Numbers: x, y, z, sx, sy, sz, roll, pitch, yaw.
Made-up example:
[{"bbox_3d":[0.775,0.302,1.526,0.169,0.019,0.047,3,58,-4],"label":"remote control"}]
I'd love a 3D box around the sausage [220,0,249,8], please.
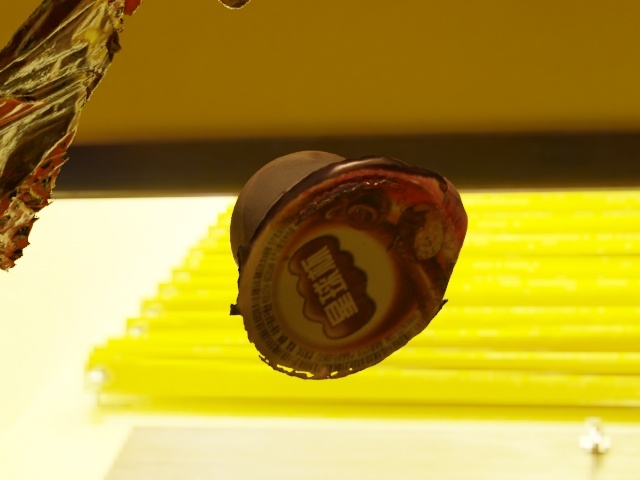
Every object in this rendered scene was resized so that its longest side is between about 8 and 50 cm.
[{"bbox_3d":[-0.020,-0.197,0.941,0.030,0.147,0.035,37,-146,-24],"label":"sausage"}]

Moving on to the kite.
[{"bbox_3d":[-0.102,-0.036,0.466,0.125,0.008,0.222,-37,-16,-51],"label":"kite"}]

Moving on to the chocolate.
[{"bbox_3d":[0.003,-0.008,1.222,0.147,0.221,0.221,-125,21,-48],"label":"chocolate"}]
